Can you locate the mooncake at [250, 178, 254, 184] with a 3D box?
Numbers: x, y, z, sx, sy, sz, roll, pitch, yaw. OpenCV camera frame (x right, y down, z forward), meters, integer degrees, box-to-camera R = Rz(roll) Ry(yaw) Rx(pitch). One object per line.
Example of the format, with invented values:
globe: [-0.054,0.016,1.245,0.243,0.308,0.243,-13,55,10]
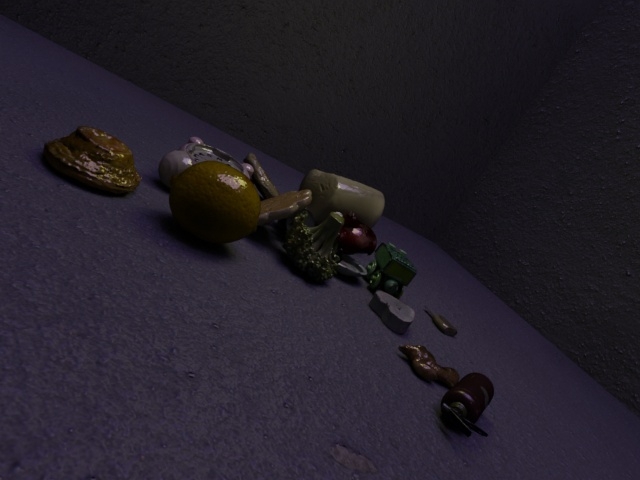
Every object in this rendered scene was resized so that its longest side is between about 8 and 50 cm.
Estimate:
mooncake: [-0.397,-0.271,1.978,0.235,0.117,0.235,31,11,-6]

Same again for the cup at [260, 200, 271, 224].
cup: [-0.252,-0.116,1.868,0.116,0.074,0.104,33,42,22]

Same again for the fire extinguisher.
fire extinguisher: [0.409,0.452,1.221,0.138,0.102,0.344,30,12,27]

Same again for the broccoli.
broccoli: [0.000,0.000,1.604,0.247,0.243,0.263,18,31,-39]

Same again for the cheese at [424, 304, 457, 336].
cheese: [0.516,0.343,1.963,0.097,0.037,0.192,24,15,-33]

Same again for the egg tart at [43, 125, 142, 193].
egg tart: [-0.659,-0.250,1.328,0.294,0.123,0.294,29,16,-9]

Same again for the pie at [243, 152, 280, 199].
pie: [-0.256,-0.261,2.073,0.339,0.077,0.339,55,-7,10]

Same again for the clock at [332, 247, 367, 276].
clock: [0.082,0.095,1.848,0.236,0.053,0.236,27,12,-6]

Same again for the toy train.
toy train: [0.293,0.133,1.899,0.159,0.188,0.271,31,12,-10]

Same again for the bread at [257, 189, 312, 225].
bread: [-0.173,-0.122,1.696,0.316,0.316,0.054,-94,167,-73]

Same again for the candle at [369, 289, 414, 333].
candle: [0.278,0.266,1.658,0.168,0.068,0.192,18,21,-35]

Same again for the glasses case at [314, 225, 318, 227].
glasses case: [-0.001,-0.052,2.250,0.083,0.021,0.032,27,15,-18]

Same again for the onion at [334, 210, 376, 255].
onion: [0.127,-0.035,2.018,0.272,0.195,0.272,15,1,0]

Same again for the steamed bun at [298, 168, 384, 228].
steamed bun: [0.075,-0.182,2.309,0.371,0.290,0.456,19,4,-24]

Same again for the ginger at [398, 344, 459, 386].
ginger: [0.351,0.390,1.408,0.214,0.059,0.133,22,21,-28]

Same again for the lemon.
lemon: [-0.313,-0.114,1.343,0.267,0.267,0.267,30,14,-8]

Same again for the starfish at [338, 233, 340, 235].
starfish: [-0.017,-0.013,1.879,0.050,0.217,0.223,64,36,-23]

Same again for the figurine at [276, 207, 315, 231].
figurine: [-0.109,-0.088,1.869,0.133,0.176,0.236,7,15,-18]

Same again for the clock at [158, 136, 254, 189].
clock: [-0.420,-0.241,1.702,0.342,0.184,0.326,21,19,-12]
